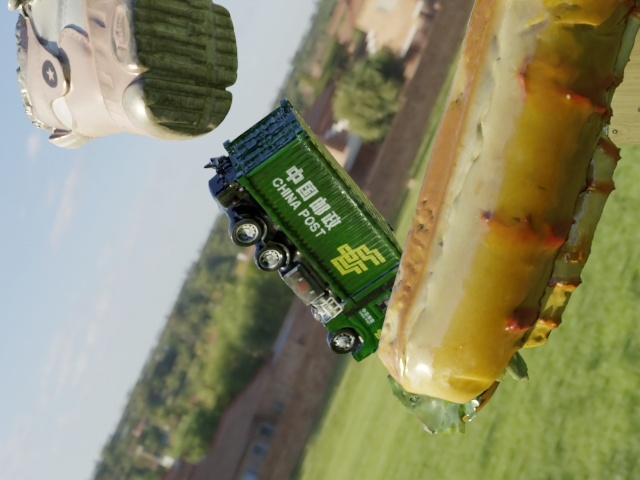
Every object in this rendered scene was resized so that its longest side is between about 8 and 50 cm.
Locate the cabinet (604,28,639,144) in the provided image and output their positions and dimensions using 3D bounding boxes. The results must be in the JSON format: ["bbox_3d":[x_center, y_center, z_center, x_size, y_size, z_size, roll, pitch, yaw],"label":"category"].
[{"bbox_3d":[0.272,-0.200,0.895,0.215,0.148,0.175,77,-162,-51],"label":"cabinet"}]

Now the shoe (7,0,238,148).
[{"bbox_3d":[-0.199,-0.254,1.205,0.172,0.198,0.351,16,-111,-52],"label":"shoe"}]

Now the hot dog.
[{"bbox_3d":[0.083,-0.039,0.517,0.104,0.076,0.250,-31,-45,-82],"label":"hot dog"}]

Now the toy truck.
[{"bbox_3d":[0.000,0.000,1.270,0.121,0.259,0.088,-36,33,7],"label":"toy truck"}]
